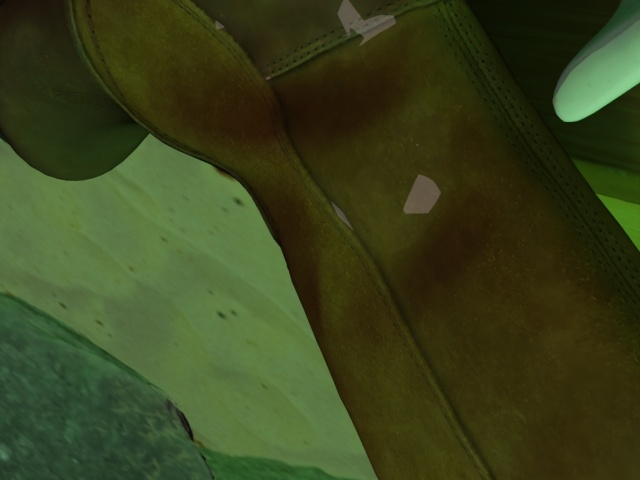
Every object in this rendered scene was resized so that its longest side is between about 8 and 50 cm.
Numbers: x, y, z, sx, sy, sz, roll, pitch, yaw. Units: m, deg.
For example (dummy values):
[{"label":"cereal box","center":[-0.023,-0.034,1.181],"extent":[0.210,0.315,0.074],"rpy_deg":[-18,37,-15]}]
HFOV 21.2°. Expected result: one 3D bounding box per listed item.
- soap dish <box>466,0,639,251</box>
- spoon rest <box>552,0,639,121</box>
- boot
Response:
[{"label":"soap dish","center":[0.179,0.012,0.527],"extent":[0.291,0.118,0.229],"rpy_deg":[21,152,53]},{"label":"spoon rest","center":[0.019,-0.166,0.441],"extent":[0.276,0.084,0.137],"rpy_deg":[55,140,0]},{"label":"boot","center":[0.000,0.000,0.569],"extent":[0.264,0.096,0.280],"rpy_deg":[-42,74,48]}]
